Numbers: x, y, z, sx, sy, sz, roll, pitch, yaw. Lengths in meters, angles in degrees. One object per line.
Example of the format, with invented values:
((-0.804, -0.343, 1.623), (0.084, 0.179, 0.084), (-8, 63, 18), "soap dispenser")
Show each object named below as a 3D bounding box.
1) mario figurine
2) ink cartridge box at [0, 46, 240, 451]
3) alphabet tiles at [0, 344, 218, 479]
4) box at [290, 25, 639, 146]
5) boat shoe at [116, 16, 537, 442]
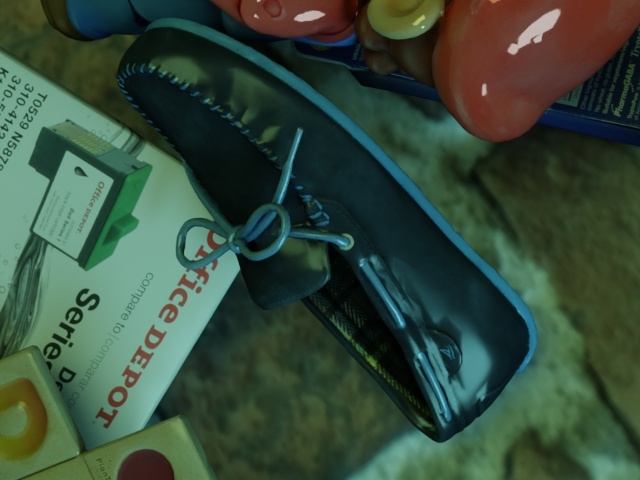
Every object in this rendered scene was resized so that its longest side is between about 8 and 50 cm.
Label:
((0.015, -0.160, 0.675), (0.320, 0.170, 0.198), (10, 51, 31), "mario figurine")
((-0.161, -0.005, 0.720), (0.219, 0.092, 0.160), (31, 89, -20), "ink cartridge box")
((-0.172, 0.220, 0.702), (0.342, 0.011, 0.285), (-24, 93, 21), "alphabet tiles")
((0.106, -0.138, 0.761), (0.225, 0.036, 0.136), (16, 82, 20), "box")
((0.000, 0.000, 0.666), (0.258, 0.109, 0.089), (40, 71, -9), "boat shoe")
